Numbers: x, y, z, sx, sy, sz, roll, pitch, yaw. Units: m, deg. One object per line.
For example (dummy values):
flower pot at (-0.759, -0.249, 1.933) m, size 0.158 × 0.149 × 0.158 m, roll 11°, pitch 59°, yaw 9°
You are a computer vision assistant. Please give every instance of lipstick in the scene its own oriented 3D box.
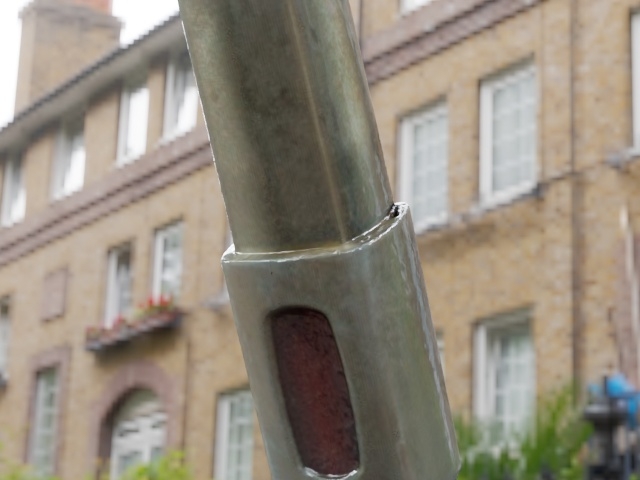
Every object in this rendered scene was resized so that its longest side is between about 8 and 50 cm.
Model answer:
lipstick at (0.000, 0.000, 0.745) m, size 0.079 × 0.253 × 0.077 m, roll -4°, pitch 17°, yaw 25°
